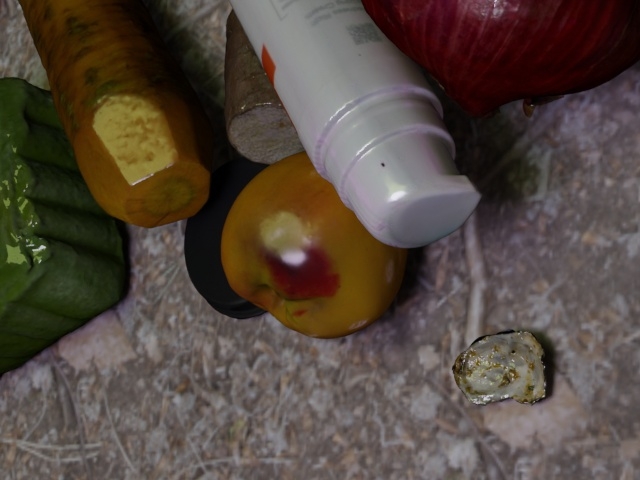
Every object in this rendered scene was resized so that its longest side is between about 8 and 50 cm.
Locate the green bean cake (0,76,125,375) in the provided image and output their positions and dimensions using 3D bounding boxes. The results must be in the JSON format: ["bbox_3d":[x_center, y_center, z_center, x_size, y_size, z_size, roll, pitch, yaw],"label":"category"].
[{"bbox_3d":[-0.288,-0.006,1.628,0.248,0.125,0.222,-28,62,31],"label":"green bean cake"}]

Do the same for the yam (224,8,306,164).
[{"bbox_3d":[-0.038,-0.127,1.467,0.084,0.084,0.127,-26,44,32],"label":"yam"}]

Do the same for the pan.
[{"bbox_3d":[-0.030,-0.042,1.487,0.235,0.028,0.136,-49,51,19],"label":"pan"}]

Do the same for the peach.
[{"bbox_3d":[0.000,0.000,1.386,0.138,0.138,0.138,-11,71,37],"label":"peach"}]

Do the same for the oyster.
[{"bbox_3d":[0.126,0.090,1.331,0.083,0.019,0.054,-4,77,37],"label":"oyster"}]

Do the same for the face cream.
[{"bbox_3d":[0.009,-0.133,1.356,0.102,0.102,0.345,-43,50,23],"label":"face cream"}]

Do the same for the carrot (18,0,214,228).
[{"bbox_3d":[-0.171,-0.138,1.562,0.114,0.114,0.302,-46,48,21],"label":"carrot"}]

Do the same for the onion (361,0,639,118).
[{"bbox_3d":[0.112,-0.180,1.271,0.248,0.248,0.161,38,90,39],"label":"onion"}]
